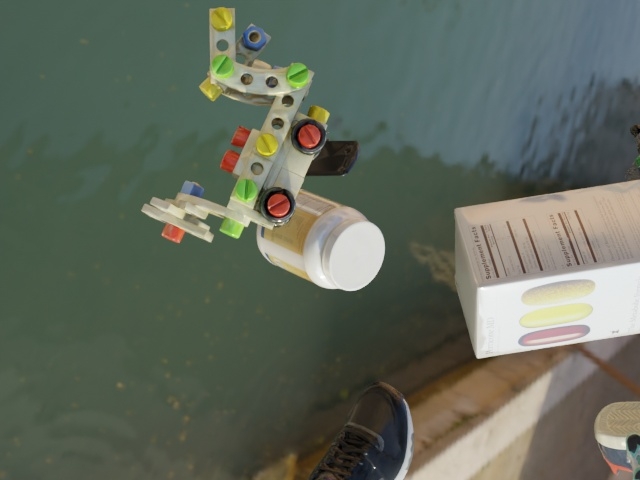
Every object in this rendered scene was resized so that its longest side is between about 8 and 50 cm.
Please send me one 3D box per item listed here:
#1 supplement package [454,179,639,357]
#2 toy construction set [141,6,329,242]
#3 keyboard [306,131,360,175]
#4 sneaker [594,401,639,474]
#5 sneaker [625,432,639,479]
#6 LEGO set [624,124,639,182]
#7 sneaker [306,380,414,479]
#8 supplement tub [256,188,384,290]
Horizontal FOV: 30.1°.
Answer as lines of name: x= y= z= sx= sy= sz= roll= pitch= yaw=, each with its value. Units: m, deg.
supplement package: x=0.292 y=0.034 z=1.428 sx=0.139 sy=0.244 sz=0.134 roll=82 pitch=-2 yaw=-46
toy construction set: x=-0.112 y=-0.131 z=1.614 sx=0.151 sy=0.215 sz=0.327 roll=-81 pitch=-165 yaw=-82
keyboard: x=-0.020 y=-0.126 z=1.854 sx=0.100 sy=0.192 sz=0.038 roll=-63 pitch=142 yaw=-34
sneaker: x=0.676 y=0.376 z=2.139 sx=0.131 sy=0.350 sz=0.148 roll=-56 pitch=138 yaw=-45
sneaker: x=0.499 y=0.349 z=1.849 sx=0.069 sy=0.038 sz=0.098 roll=43 pitch=37 yaw=-72
LEGO set: x=0.563 y=-0.041 z=1.583 sx=0.255 sy=0.192 sz=0.331 roll=108 pitch=-29 yaw=-51
sneaker: x=0.038 y=0.326 z=1.611 sx=0.124 sy=0.107 sz=0.283 roll=29 pitch=78 yaw=-58
supplement tub: x=0.000 y=0.000 z=2.053 sx=0.144 sy=0.200 sz=0.144 roll=-16 pitch=116 yaw=-36
